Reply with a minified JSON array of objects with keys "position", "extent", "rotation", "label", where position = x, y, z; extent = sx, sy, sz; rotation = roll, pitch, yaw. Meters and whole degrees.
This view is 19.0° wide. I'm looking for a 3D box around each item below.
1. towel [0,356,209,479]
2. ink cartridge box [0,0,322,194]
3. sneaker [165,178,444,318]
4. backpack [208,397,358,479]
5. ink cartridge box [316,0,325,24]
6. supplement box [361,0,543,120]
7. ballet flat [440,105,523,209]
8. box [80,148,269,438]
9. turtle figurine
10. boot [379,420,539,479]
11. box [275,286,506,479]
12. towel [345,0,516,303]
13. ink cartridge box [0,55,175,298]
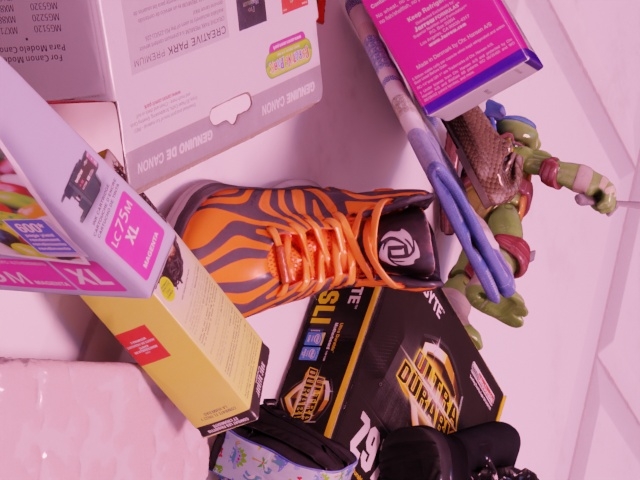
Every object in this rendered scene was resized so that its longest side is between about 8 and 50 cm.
[{"position":[-0.187,0.253,1.443],"extent":[0.317,0.053,0.332],"rotation":[9,83,-62],"label":"towel"},{"position":[-0.133,-0.200,1.451],"extent":[0.309,0.130,0.272],"rotation":[-31,117,-57],"label":"ink cartridge box"},{"position":[0.000,0.000,1.645],"extent":[0.321,0.180,0.125],"rotation":[-25,112,-59],"label":"sneaker"},{"position":[-0.031,0.200,1.661],"extent":[0.105,0.114,0.084],"rotation":[-12,121,-62],"label":"backpack"},{"position":[-0.021,-0.281,1.745],"extent":[0.179,0.045,0.145],"rotation":[10,82,-58],"label":"ink cartridge box"},{"position":[0.101,-0.233,1.782],"extent":[0.220,0.114,0.111],"rotation":[62,12,6],"label":"supplement box"},{"position":[0.139,-0.146,1.916],"extent":[0.250,0.058,0.084],"rotation":[66,7,23],"label":"ballet flat"},{"position":[-0.126,0.044,1.475],"extent":[0.232,0.058,0.087],"rotation":[53,28,-32],"label":"box"},{"position":[0.230,0.009,2.050],"extent":[0.275,0.197,0.266],"rotation":[60,42,-37],"label":"turtle figurine"},{"position":[0.136,0.294,1.834],"extent":[0.207,0.094,0.246],"rotation":[11,76,-57],"label":"boot"},{"position":[0.073,0.176,1.891],"extent":[0.322,0.079,0.257],"rotation":[57,45,-46],"label":"box"},{"position":[0.104,-0.093,1.832],"extent":[0.209,0.034,0.285],"rotation":[58,7,-43],"label":"towel"},{"position":[-0.246,-0.062,1.189],"extent":[0.311,0.185,0.065],"rotation":[52,49,-48],"label":"ink cartridge box"}]
